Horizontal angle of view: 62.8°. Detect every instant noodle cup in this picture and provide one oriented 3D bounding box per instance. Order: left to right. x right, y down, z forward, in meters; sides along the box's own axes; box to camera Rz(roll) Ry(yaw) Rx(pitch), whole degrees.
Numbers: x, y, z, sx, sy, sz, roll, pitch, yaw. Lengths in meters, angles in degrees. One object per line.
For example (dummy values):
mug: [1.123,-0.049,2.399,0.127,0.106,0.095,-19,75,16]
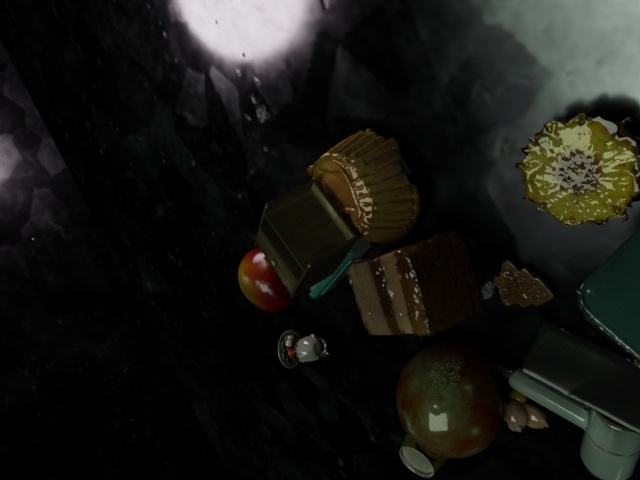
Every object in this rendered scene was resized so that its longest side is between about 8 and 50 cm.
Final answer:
instant noodle cup: [0.307,0.604,1.532,0.151,0.122,0.151,28,138,30]

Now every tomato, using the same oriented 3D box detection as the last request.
tomato: [0.297,0.386,1.269,0.270,0.222,0.270,168,90,-67]

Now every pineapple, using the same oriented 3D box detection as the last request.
pineapple: [0.446,-0.122,0.888,0.224,0.076,0.225,24,133,29]

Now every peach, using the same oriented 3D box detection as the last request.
peach: [-0.122,0.100,1.388,0.197,0.197,0.197,27,134,31]

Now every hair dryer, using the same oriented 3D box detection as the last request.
hair dryer: [0.524,0.363,1.168,0.357,0.107,0.173,29,134,42]

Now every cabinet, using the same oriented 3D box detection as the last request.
cabinet: [-0.045,0.004,1.232,0.175,0.148,0.215,54,155,13]

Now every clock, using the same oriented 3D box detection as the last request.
clock: [0.000,0.000,1.430,0.231,0.116,0.262,51,141,13]

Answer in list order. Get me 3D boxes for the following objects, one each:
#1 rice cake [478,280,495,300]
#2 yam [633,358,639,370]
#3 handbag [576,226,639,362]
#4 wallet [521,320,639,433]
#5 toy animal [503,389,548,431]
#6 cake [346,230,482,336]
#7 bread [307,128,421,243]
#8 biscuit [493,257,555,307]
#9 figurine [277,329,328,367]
rice cake: [0.335,0.149,1.238,0.033,0.033,0.207,49,141,4]
yam: [0.593,0.175,0.900,0.079,0.141,0.079,26,131,33]
handbag: [0.576,0.087,0.788,0.268,0.100,0.274,44,99,28]
wallet: [0.544,0.269,1.054,0.244,0.025,0.124,26,89,33]
toy animal: [0.474,0.425,1.256,0.114,0.082,0.091,42,140,15]
cake: [0.196,0.104,1.218,0.293,0.196,0.199,-15,95,56]
bread: [0.101,-0.109,1.206,0.274,0.149,0.274,34,139,36]
biscuit: [0.431,0.098,1.111,0.130,0.019,0.119,18,129,38]
figurine: [-0.051,0.359,1.745,0.153,0.132,0.132,-10,110,36]
